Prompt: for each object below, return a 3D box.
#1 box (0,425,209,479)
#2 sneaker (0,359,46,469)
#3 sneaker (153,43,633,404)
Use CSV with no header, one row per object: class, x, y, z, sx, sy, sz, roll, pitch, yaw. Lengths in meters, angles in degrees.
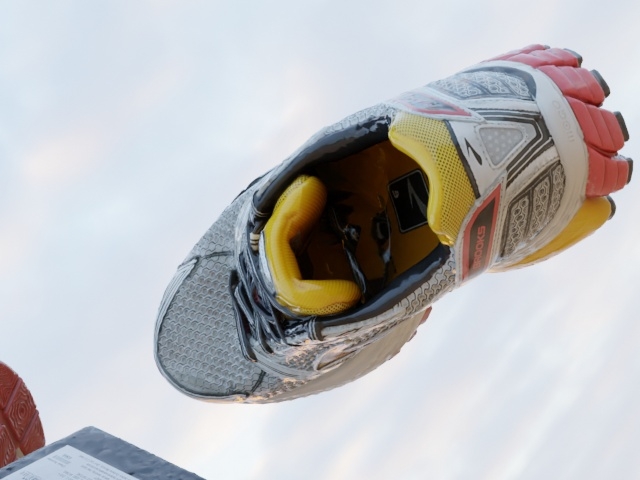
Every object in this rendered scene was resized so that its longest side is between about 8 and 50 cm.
box,-0.053,0.172,0.724,0.077,0.180,0.147,-26,-59,-39
sneaker,-0.284,0.179,1.516,0.087,0.128,0.221,-70,-30,-45
sneaker,0.000,0.000,0.665,0.093,0.088,0.225,-16,-14,-42
